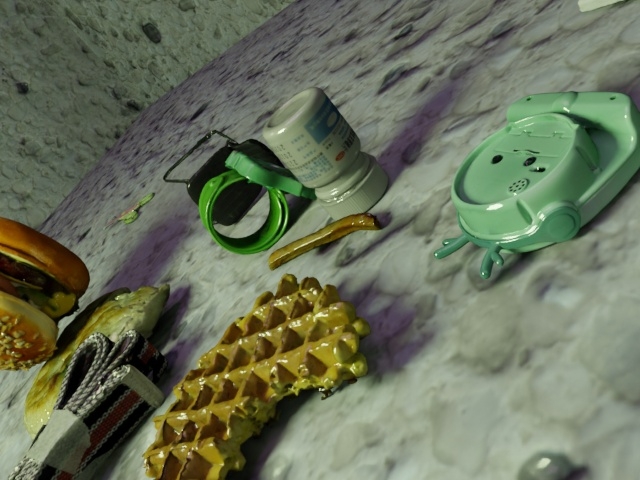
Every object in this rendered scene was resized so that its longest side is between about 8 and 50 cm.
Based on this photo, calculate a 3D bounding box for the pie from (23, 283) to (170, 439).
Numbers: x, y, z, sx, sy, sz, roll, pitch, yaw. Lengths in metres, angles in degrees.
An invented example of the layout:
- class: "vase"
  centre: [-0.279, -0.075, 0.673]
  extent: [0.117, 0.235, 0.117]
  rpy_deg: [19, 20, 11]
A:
- class: "pie"
  centre: [-0.390, 0.192, 1.003]
  extent: [0.337, 0.075, 0.338]
  rpy_deg: [-36, 25, 20]

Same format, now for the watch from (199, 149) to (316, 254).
- class: "watch"
  centre: [-0.100, -0.051, 0.929]
  extent: [0.152, 0.165, 0.131]
  rpy_deg: [-67, 27, 6]

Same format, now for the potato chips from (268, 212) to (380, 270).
- class: "potato chips"
  centre: [0.000, 0.000, 0.812]
  extent: [0.204, 0.026, 0.037]
  rpy_deg: [-21, 47, 36]

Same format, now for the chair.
- class: "chair"
  centre: [-0.167, -0.107, 1.087]
  extent: [0.145, 0.140, 0.221]
  rpy_deg: [-49, 30, -13]

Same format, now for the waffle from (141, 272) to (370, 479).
- class: "waffle"
  centre: [-0.076, 0.165, 0.622]
  extent: [0.293, 0.069, 0.259]
  rpy_deg: [-48, 24, -6]

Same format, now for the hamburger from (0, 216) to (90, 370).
- class: "hamburger"
  centre: [-0.570, 0.101, 1.026]
  extent: [0.291, 0.291, 0.225]
  rpy_deg: [-18, 48, 41]

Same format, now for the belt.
- class: "belt"
  centre: [-0.324, 0.279, 0.747]
  extent: [0.126, 0.094, 0.360]
  rpy_deg: [2, 50, 34]

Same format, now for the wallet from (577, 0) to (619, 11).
- class: "wallet"
  centre: [0.430, -0.379, 0.783]
  extent: [0.183, 0.032, 0.124]
  rpy_deg: [-53, 25, -18]

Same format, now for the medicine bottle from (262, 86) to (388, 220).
- class: "medicine bottle"
  centre: [0.008, -0.117, 0.814]
  extent: [0.105, 0.168, 0.105]
  rpy_deg: [-32, 28, 19]

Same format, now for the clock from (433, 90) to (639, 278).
- class: "clock"
  centre: [0.197, -0.054, 0.572]
  extent: [0.211, 0.066, 0.159]
  rpy_deg: [-48, 25, -10]

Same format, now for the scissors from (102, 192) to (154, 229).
- class: "scissors"
  centre: [-0.569, -0.076, 1.731]
  extent: [0.187, 0.020, 0.134]
  rpy_deg: [-20, 30, 35]
